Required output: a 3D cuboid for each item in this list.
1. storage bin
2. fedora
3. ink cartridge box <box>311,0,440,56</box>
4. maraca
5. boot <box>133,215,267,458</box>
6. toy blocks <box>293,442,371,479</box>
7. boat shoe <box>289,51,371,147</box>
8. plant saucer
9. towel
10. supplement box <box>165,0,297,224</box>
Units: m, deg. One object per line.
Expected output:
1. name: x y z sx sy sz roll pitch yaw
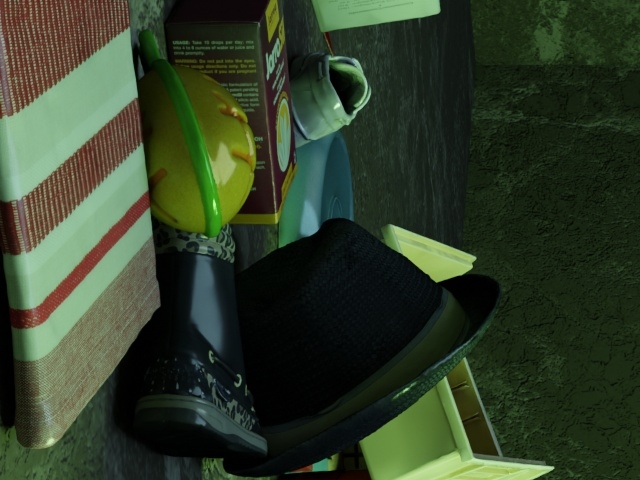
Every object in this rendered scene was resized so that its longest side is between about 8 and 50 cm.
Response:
1. storage bin: 0.121 0.144 2.072 0.260 0.123 0.262 17 50 -61
2. fedora: 0.007 0.073 1.752 0.152 0.334 0.334 58 17 -10
3. ink cartridge box: 0.032 -0.381 1.915 0.272 0.130 0.309 72 10 -68
4. maraca: -0.105 -0.079 1.407 0.185 0.099 0.127 -118 -162 -49
5. boot: -0.091 0.081 1.525 0.236 0.085 0.178 54 36 -74
6. toy blocks: 0.033 0.344 2.071 0.261 0.191 0.381 13 73 -70
7. boat shoe: 0.013 -0.157 2.057 0.095 0.084 0.258 65 16 -13
8. plant saucer: 0.000 0.000 2.195 0.317 0.044 0.317 1 90 -80
9. towel: -0.165 -0.063 1.217 0.237 0.037 0.329 -60 148 -67
10. supplement box: -0.073 -0.119 1.620 0.104 0.081 0.188 -73 161 -59
